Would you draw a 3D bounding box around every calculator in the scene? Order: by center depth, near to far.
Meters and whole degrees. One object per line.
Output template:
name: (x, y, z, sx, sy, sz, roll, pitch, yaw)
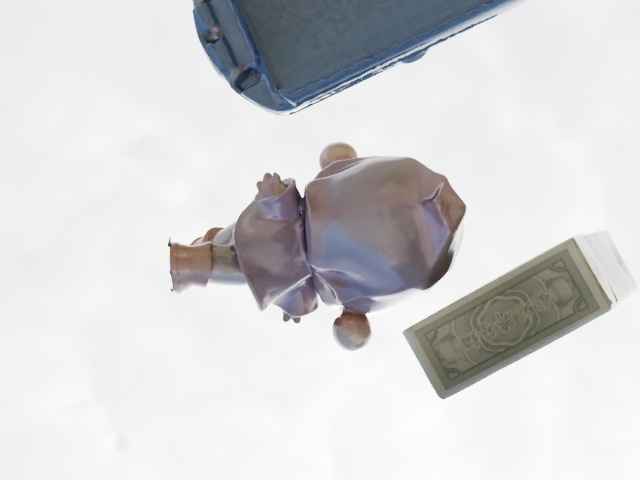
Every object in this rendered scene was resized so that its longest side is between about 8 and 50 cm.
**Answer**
calculator: (0.027, -0.156, 0.741, 0.121, 0.210, 0.039, 65, -176, 12)

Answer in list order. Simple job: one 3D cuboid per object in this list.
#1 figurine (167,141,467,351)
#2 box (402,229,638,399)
figurine: (0.001, 0.000, 1.169, 0.133, 0.275, 0.200, 48, -145, -67)
box: (0.187, 0.060, 1.159, 0.069, 0.164, 0.256, 61, -163, 7)
